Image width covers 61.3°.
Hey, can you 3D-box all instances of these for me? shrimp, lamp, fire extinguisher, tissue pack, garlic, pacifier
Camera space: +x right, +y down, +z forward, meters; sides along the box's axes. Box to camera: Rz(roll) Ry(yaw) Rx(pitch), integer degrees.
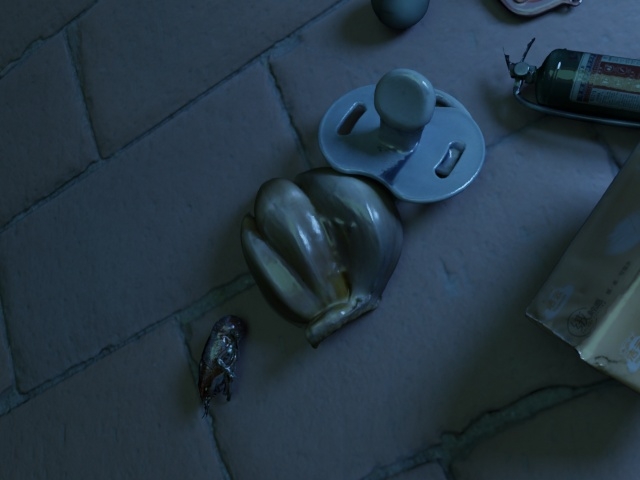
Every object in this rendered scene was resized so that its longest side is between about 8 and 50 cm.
[{"bbox_3d":[-0.184,0.229,0.982,0.073,0.075,0.190,16,79,-8],"label":"shrimp"},{"bbox_3d":[0.139,-0.425,0.941,0.105,0.105,0.105,-4,79,22],"label":"lamp"},{"bbox_3d":[0.405,-0.230,0.801,0.294,0.093,0.118,19,91,24],"label":"fire extinguisher"},{"bbox_3d":[0.421,0.026,0.704,0.239,0.238,0.305,34,95,24],"label":"tissue pack"},{"bbox_3d":[0.000,0.000,0.915,0.279,0.132,0.325,-26,77,7],"label":"garlic"},{"bbox_3d":[0.130,-0.193,0.848,0.279,0.207,0.227,27,73,20],"label":"pacifier"}]

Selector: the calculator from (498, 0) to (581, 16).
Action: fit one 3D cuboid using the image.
[{"bbox_3d":[0.358,-0.524,0.902,0.220,0.048,0.329,-22,75,17],"label":"calculator"}]
